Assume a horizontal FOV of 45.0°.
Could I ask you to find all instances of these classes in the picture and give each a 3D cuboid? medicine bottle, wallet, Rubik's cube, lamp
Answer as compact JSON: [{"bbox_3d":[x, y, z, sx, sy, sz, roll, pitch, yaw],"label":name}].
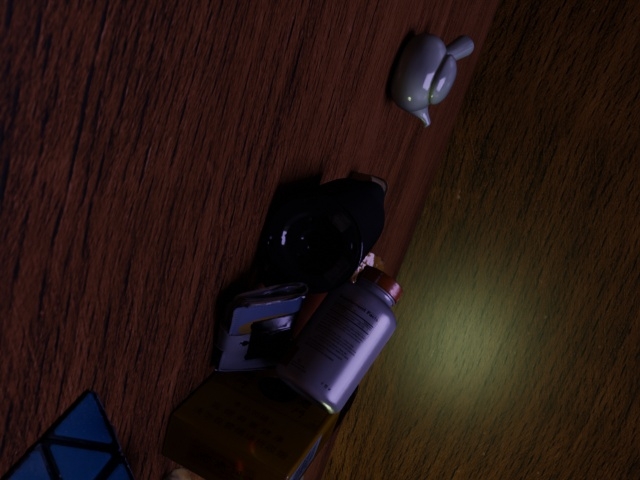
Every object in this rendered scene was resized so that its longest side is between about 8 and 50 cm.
[{"bbox_3d":[0.049,0.191,1.563,0.288,0.157,0.157,-54,164,-15],"label":"medicine bottle"},{"bbox_3d":[-0.120,0.183,1.525,0.170,0.069,0.231,-6,136,-27],"label":"wallet"},{"bbox_3d":[-0.338,0.381,1.011,0.233,0.228,0.229,-28,-158,-9],"label":"Rubik's cube"},{"bbox_3d":[-0.014,0.160,1.800,0.163,0.188,0.187,-64,167,-1],"label":"lamp"}]

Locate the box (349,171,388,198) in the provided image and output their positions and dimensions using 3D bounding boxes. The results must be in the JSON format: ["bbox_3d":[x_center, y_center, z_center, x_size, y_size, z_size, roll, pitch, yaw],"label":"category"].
[{"bbox_3d":[0.104,-0.098,2.026,0.177,0.111,0.111,-64,166,-10],"label":"box"}]

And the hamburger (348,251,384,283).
[{"bbox_3d":[0.066,0.127,2.124,0.330,0.162,0.208,50,62,-80],"label":"hamburger"}]

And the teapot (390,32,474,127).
[{"bbox_3d":[0.302,-0.476,2.058,0.318,0.149,0.220,-62,167,-17],"label":"teapot"}]

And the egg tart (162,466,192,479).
[{"bbox_3d":[-0.333,0.534,1.232,0.388,0.169,0.387,23,90,-83],"label":"egg tart"}]

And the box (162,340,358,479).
[{"bbox_3d":[-0.107,0.356,1.616,0.415,0.264,0.115,-37,148,-60],"label":"box"}]

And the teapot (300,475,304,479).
[{"bbox_3d":[-0.144,0.654,2.193,0.270,0.173,0.182,-20,126,-33],"label":"teapot"}]

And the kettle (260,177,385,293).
[{"bbox_3d":[0.014,0.003,1.645,0.308,0.203,0.262,-37,146,-70],"label":"kettle"}]
